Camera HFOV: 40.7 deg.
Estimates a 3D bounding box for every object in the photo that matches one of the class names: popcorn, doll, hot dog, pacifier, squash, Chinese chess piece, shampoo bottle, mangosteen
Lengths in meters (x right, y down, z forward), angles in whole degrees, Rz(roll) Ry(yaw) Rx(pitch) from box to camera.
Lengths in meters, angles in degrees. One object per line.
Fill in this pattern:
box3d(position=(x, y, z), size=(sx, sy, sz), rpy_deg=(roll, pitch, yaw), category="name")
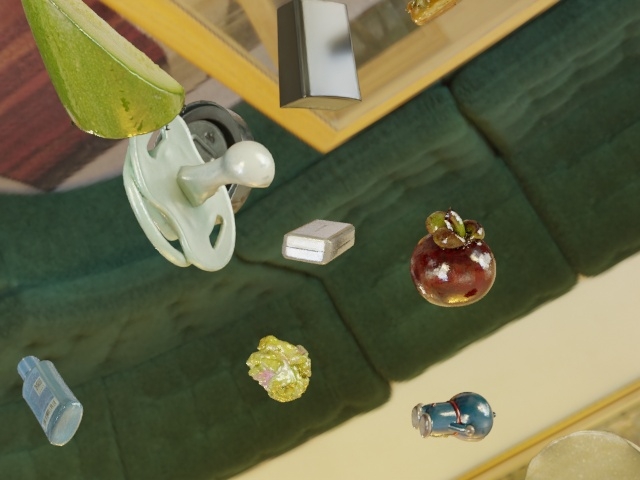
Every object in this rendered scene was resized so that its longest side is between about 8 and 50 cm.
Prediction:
box3d(position=(-0.089, 0.280, 1.871), size=(0.125, 0.145, 0.126), rpy_deg=(-29, -146, 58), category="popcorn")
box3d(position=(0.235, 0.306, 1.488), size=(0.151, 0.086, 0.114), rpy_deg=(-2, -162, -21), category="doll")
box3d(position=(0.288, -0.555, 1.908), size=(0.109, 0.072, 0.269), rpy_deg=(-31, -175, -43), category="hot dog")
box3d(position=(-0.211, -0.102, 1.589), size=(0.269, 0.288, 0.343), rpy_deg=(-18, 126, 24), category="pacifier")
box3d(position=(-0.314, -0.285, 1.250), size=(0.203, 0.111, 0.289), rpy_deg=(-11, 132, -7), category="squash")
box3d(position=(0.643, 0.615, 2.031), size=(0.338, 0.338, 0.140), rpy_deg=(-32, 133, 10), category="Chinese chess piece")
box3d(position=(-0.590, 0.329, 1.861), size=(0.061, 0.258, 0.104), rpy_deg=(19, 100, -42), category="shampoo bottle")
box3d(position=(0.326, 0.037, 2.146), size=(0.215, 0.258, 0.215), rpy_deg=(-8, -161, 3), category="mangosteen")

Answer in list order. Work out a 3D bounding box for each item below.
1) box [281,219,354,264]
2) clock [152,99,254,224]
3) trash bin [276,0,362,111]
box3d(position=(0.000, 0.000, 1.801), size=(0.103, 0.055, 0.243), rpy_deg=(8, -169, 13), category="box")
box3d(position=(-0.297, -0.191, 2.176), size=(0.319, 0.319, 0.066), rpy_deg=(-37, 156, 27), category="clock")
box3d(position=(-0.010, -0.414, 1.942), size=(0.165, 0.226, 0.115), rpy_deg=(-3, 175, -35), category="trash bin")
